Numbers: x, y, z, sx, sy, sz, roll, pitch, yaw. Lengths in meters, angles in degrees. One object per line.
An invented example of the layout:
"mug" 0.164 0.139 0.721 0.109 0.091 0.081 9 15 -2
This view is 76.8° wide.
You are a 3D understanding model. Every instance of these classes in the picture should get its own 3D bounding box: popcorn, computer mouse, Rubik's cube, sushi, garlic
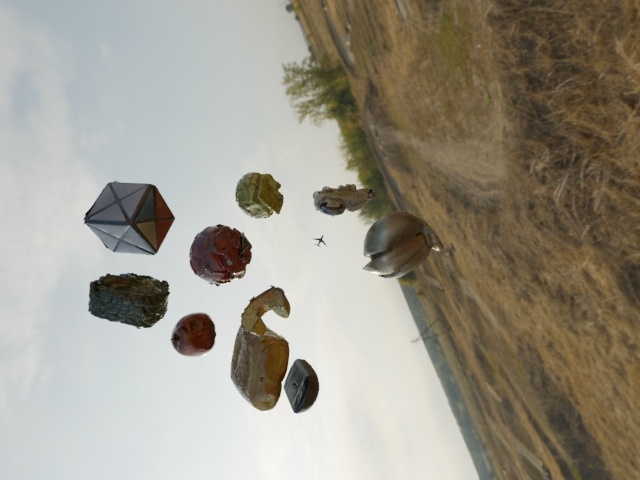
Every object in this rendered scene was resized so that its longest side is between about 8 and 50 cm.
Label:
"popcorn" -0.339 -0.253 2.207 0.282 0.283 0.246 49 -138 -61
"computer mouse" -0.069 0.626 1.723 0.100 0.170 0.269 26 180 -19
"Rubik's cube" -1.040 -0.121 2.229 0.306 0.311 0.304 79 -162 -53
"sushi" -0.926 0.279 1.989 0.294 0.353 0.177 -105 29 -74
"garlic" 0.306 0.021 1.590 0.278 0.326 0.132 64 180 -21

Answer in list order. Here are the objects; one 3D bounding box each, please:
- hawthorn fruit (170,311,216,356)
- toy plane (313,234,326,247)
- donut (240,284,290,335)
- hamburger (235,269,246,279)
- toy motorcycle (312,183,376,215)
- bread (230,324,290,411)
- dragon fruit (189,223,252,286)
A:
"hawthorn fruit" -0.754 0.563 2.393 0.300 0.275 0.275 0 -116 -48
"toy plane" -0.001 0.002 1.884 0.024 0.078 0.084 -64 2 -38
"donut" -0.179 0.232 1.336 0.078 0.181 0.146 49 -179 -35
"hamburger" -0.416 0.130 1.916 0.141 0.082 0.126 -50 -49 -62
"toy motorcycle" 0.080 -0.178 1.712 0.341 0.223 0.107 -26 -56 -45
"bread" -0.281 0.533 1.724 0.148 0.327 0.337 13 -177 -34
"dragon fruit" -0.399 0.066 1.604 0.298 0.245 0.244 -56 42 46
